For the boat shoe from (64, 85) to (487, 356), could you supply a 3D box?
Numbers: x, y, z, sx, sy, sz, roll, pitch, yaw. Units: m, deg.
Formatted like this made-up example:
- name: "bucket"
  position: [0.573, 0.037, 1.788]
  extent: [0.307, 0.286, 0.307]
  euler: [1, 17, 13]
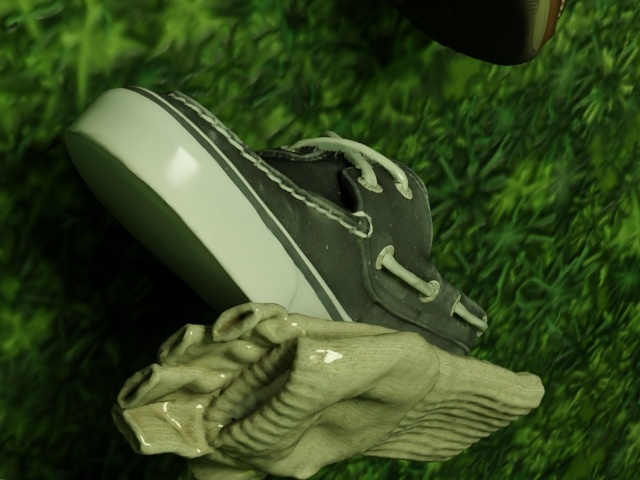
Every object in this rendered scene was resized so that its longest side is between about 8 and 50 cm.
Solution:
- name: "boat shoe"
  position: [0.000, 0.000, 0.691]
  extent: [0.102, 0.108, 0.301]
  euler: [-52, 142, -6]

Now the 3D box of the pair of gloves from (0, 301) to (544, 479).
- name: "pair of gloves"
  position: [-0.039, 0.107, 0.676]
  extent: [0.240, 0.042, 0.204]
  euler: [-35, 146, 25]

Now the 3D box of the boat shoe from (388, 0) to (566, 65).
- name: "boat shoe"
  position: [0.054, -0.213, 0.601]
  extent: [0.120, 0.122, 0.324]
  euler: [-44, 139, -21]
